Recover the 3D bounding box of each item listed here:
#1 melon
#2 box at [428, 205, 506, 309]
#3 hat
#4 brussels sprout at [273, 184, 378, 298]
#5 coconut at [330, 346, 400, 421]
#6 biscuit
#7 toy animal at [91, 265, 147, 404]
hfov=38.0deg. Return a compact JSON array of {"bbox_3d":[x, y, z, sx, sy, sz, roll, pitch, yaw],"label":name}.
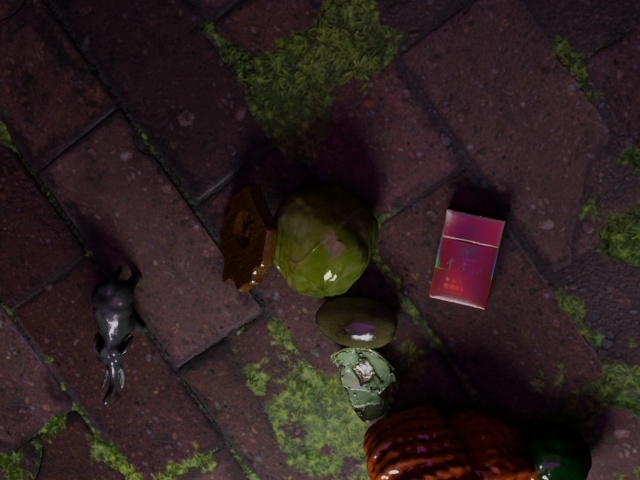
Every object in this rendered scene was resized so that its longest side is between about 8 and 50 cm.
[{"bbox_3d":[0.068,0.156,1.787,0.162,0.099,0.099,7,104,15],"label":"melon"},{"bbox_3d":[0.274,0.031,1.732,0.112,0.048,0.175,12,105,11],"label":"box"},{"bbox_3d":[0.286,0.404,1.728,0.400,0.285,0.285,-26,96,-1],"label":"hat"},{"bbox_3d":[0.000,0.000,1.732,0.223,0.161,0.223,4,103,19],"label":"brussels sprout"},{"bbox_3d":[0.095,0.275,1.829,0.133,0.055,0.158,-8,102,14],"label":"coconut"},{"bbox_3d":[-0.141,0.008,1.785,0.215,0.034,0.182,-61,41,39],"label":"biscuit"},{"bbox_3d":[-0.413,0.185,1.893,0.082,0.137,0.269,3,95,10],"label":"toy animal"}]
